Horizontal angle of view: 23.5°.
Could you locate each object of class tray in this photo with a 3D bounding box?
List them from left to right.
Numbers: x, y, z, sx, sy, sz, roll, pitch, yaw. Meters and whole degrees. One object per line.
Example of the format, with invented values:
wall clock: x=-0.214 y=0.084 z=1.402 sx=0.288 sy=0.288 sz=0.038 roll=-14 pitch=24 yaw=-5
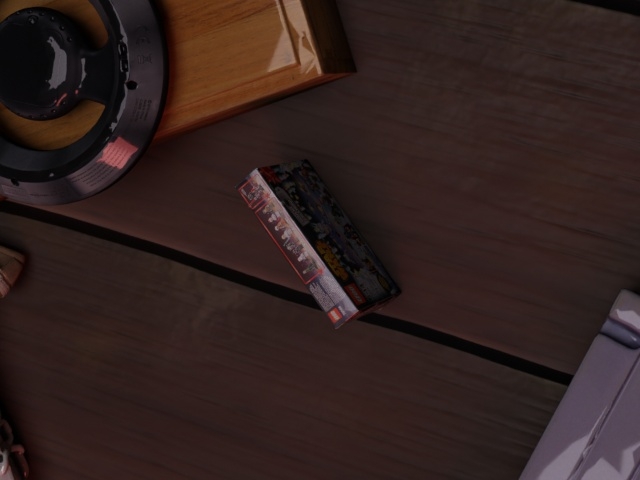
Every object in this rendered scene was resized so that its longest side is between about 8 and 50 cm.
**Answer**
tray: x=-0.191 y=-0.171 z=1.283 sx=0.411 sy=0.076 sz=0.203 roll=-17 pitch=90 yaw=26

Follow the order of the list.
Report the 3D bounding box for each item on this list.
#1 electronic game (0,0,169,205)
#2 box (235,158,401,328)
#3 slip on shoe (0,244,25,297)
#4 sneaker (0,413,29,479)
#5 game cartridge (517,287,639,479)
electronic game: x=-0.225 y=-0.142 z=1.235 sx=0.229 sy=0.048 sz=0.229 roll=3 pitch=99 yaw=22
box: x=0.000 y=0.000 z=1.208 sx=0.027 sy=0.094 sz=0.137 roll=-39 pitch=81 yaw=24
slip on shoe: x=-0.326 y=0.007 z=1.387 sx=0.135 sy=0.051 sz=0.041 roll=22 pitch=66 yaw=28
sneaker: x=-0.325 y=0.184 z=1.390 sx=0.129 sy=0.111 sz=0.297 roll=3 pitch=103 yaw=8
game cartridge: x=0.237 y=0.242 z=1.107 sx=0.230 sy=0.068 sz=0.355 roll=29 pitch=90 yaw=14
